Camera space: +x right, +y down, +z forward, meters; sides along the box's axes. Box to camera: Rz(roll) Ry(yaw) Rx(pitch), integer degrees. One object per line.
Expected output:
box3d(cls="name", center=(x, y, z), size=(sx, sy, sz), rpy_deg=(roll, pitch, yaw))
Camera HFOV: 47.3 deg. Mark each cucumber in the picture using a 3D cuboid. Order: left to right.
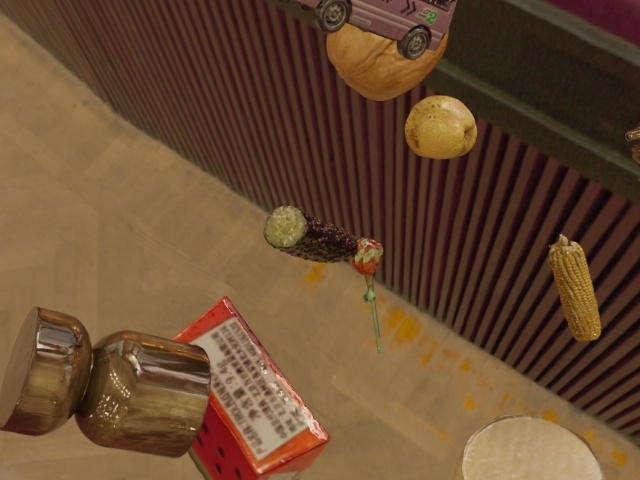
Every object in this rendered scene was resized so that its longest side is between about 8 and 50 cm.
box3d(cls="cucumber", center=(-0.001, 0.002, 1.170), size=(0.072, 0.300, 0.072), rpy_deg=(-3, 81, 22))

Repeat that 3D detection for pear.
box3d(cls="pear", center=(0.303, -0.275, 1.826), size=(0.177, 0.178, 0.178), rpy_deg=(-2, 68, 5))

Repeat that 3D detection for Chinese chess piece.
box3d(cls="Chinese chess piece", center=(0.476, 0.561, 1.665), size=(0.337, 0.141, 0.338), rpy_deg=(-4, 41, 3))

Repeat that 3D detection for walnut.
box3d(cls="walnut", center=(0.118, -0.356, 1.284), size=(0.225, 0.193, 0.193), rpy_deg=(-38, 69, -23))

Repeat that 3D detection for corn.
box3d(cls="corn", center=(0.191, 0.036, 0.553), size=(0.028, 0.027, 0.083), rpy_deg=(-13, 97, 27))

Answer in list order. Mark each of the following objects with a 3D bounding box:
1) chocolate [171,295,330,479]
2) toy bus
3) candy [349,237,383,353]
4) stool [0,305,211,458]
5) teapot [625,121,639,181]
box3d(cls="chocolate", center=(-0.179, 0.347, 1.467), size=(0.161, 0.341, 0.360), rpy_deg=(-27, 68, -32))
box3d(cls="toy bus", center=(0.041, -0.249, 0.689), size=(0.096, 0.198, 0.108), rpy_deg=(45, 119, 40))
box3d(cls="candy", center=(0.129, 0.135, 1.791), size=(0.084, 0.078, 0.288), rpy_deg=(-11, 94, -13))
box3d(cls="stool", center=(-0.318, 0.216, 1.089), size=(0.264, 0.179, 0.179), rpy_deg=(20, 66, -28))
box3d(cls="teapot", center=(0.773, -0.187, 1.597), size=(0.267, 0.186, 0.175), rpy_deg=(30, 108, -22))
